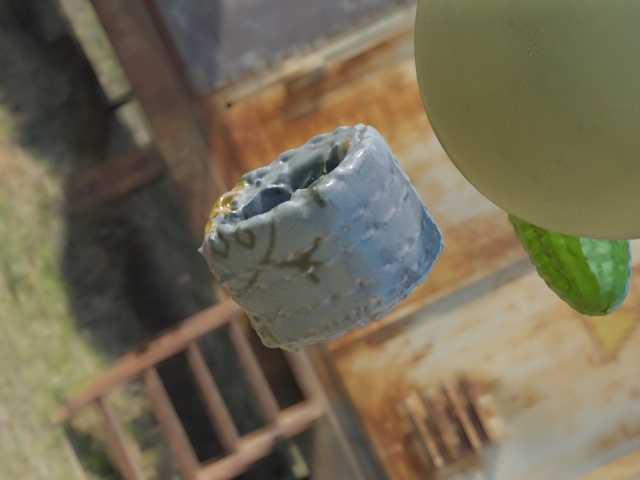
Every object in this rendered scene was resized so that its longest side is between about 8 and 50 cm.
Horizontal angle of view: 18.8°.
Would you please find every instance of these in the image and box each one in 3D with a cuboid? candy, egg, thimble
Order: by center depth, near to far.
[{"bbox_3d":[0.147,-0.108,0.796,0.186,0.242,0.186,39,15,-12],"label":"egg"},{"bbox_3d":[0.002,0.000,1.384,0.118,0.151,0.127,57,25,-21],"label":"thimble"},{"bbox_3d":[0.184,-0.026,1.448,0.097,0.096,0.209,63,11,-48],"label":"candy"}]
